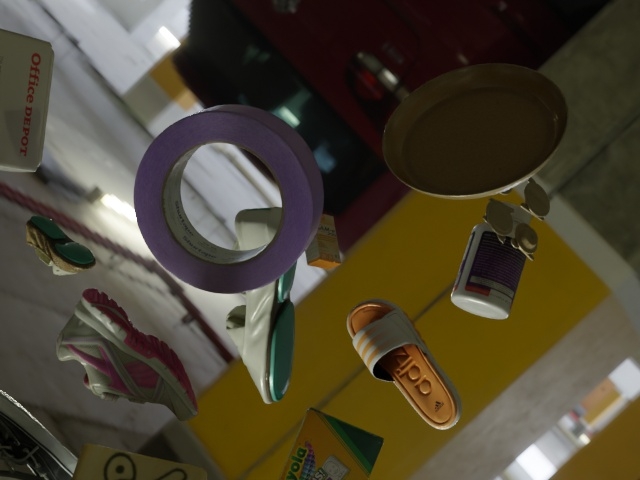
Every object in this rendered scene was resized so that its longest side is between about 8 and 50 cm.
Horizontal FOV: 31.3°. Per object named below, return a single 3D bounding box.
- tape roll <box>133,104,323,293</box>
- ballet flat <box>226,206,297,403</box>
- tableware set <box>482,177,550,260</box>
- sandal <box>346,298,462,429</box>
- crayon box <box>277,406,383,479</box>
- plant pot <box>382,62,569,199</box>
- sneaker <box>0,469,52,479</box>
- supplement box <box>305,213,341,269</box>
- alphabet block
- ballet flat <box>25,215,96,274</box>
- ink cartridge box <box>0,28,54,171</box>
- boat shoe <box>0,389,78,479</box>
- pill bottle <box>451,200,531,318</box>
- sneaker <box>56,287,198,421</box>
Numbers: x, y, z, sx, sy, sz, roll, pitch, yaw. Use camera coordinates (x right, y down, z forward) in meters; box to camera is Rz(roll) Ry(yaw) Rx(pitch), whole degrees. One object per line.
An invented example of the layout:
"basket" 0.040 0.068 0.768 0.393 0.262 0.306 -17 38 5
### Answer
"tape roll" -0.137 -0.063 1.715 0.275 0.275 0.090 46 -164 -2
"ballet flat" -0.111 0.111 2.096 0.139 0.139 0.400 -126 35 -55
"tableware set" 0.334 -0.053 1.950 0.141 0.020 0.169 35 -127 -25
"sandal" 0.130 0.195 1.865 0.265 0.102 0.076 49 -161 28
"crayon box" -0.003 0.492 2.284 0.165 0.279 0.081 23 172 1
"plant pot" 0.196 -0.133 1.443 0.236 0.236 0.032 52 171 44
"sneaker" -0.500 0.599 2.137 0.447 0.258 0.169 18 154 -3
"supplement box" 0.000 0.000 2.148 0.062 0.036 0.099 12 -119 -48
"alphabet block" -0.278 0.437 1.648 0.192 0.193 0.197 14 -129 0
"ballet flat" -0.477 0.024 2.097 0.073 0.067 0.206 -2 -153 -41
"ink cartridge box" -0.553 -0.220 1.690 0.117 0.207 0.283 5 177 43
"boat shoe" -0.597 0.406 2.291 0.113 0.105 0.306 31 160 41
"pill bottle" 0.310 0.033 2.037 0.108 0.194 0.108 19 167 4
"sneaker" -0.284 0.186 1.668 0.252 0.111 0.103 45 -175 -19
